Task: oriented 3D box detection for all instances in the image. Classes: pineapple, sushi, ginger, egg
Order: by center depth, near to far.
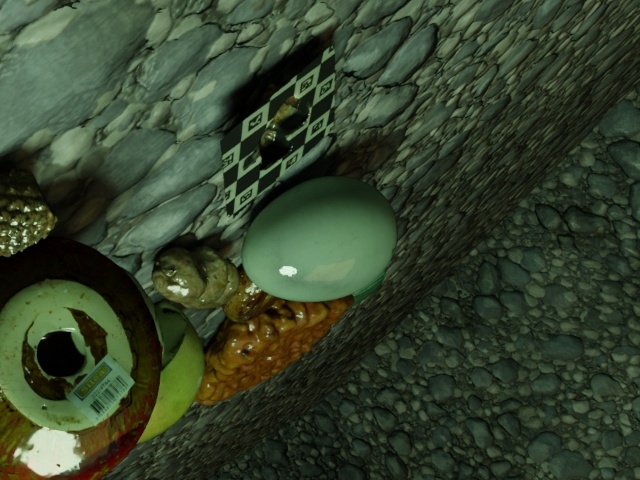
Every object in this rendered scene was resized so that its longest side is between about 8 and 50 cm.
[{"bbox_3d":[-0.312,0.000,0.783,0.159,0.074,0.074,-31,164,-19],"label":"pineapple"},{"bbox_3d":[-0.060,-0.135,1.067,0.192,0.040,0.210,-43,165,-16],"label":"sushi"},{"bbox_3d":[-0.175,0.055,1.277,0.104,0.080,0.204,-34,168,2],"label":"ginger"},{"bbox_3d":[0.000,0.000,1.339,0.264,0.183,0.183,-20,157,-38],"label":"egg"}]

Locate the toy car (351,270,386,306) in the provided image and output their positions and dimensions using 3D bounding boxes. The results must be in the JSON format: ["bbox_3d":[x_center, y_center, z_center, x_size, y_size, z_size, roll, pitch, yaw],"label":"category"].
[{"bbox_3d":[0.074,0.075,1.931,0.141,0.097,0.321,-33,164,-21],"label":"toy car"}]

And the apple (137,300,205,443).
[{"bbox_3d":[-0.267,0.204,1.350,0.188,0.174,0.207,-27,178,-31],"label":"apple"}]

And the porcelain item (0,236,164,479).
[{"bbox_3d":[-0.283,0.125,0.893,0.253,0.253,0.253,-37,166,-11],"label":"porcelain item"}]

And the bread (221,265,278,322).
[{"bbox_3d":[-0.098,0.067,1.556,0.193,0.064,0.193,-43,167,-13],"label":"bread"}]

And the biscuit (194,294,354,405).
[{"bbox_3d":[-0.107,0.194,1.797,0.318,0.111,0.312,-18,158,-41],"label":"biscuit"}]
